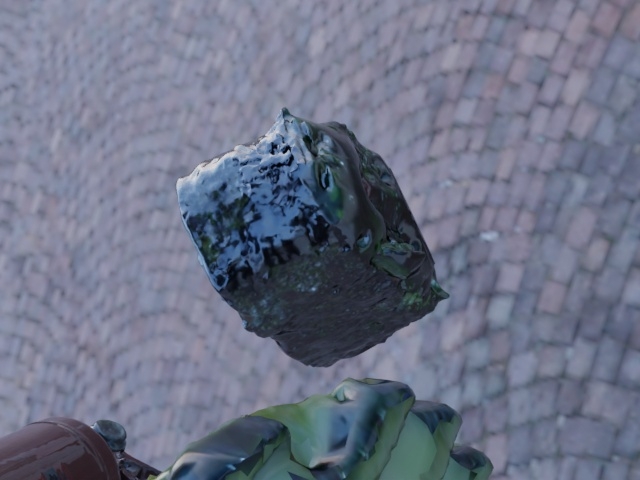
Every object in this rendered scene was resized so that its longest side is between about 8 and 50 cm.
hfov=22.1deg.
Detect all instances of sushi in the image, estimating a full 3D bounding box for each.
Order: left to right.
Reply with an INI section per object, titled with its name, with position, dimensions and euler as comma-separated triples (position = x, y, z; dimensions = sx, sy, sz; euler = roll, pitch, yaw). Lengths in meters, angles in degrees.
[sushi]
position = 0.000, 0.000, 1.094
dimensions = 0.127, 0.225, 0.124
euler = -29, 63, 10

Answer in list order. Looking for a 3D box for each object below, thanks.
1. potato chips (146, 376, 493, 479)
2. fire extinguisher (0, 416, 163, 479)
[potato chips]
position = -0.015, 0.229, 0.675
dimensions = 0.070, 0.358, 0.429
euler = 3, 34, 26
[fire extinguisher]
position = -0.217, 0.213, 1.241
dimensions = 0.147, 0.337, 0.106
euler = 40, 114, 15
